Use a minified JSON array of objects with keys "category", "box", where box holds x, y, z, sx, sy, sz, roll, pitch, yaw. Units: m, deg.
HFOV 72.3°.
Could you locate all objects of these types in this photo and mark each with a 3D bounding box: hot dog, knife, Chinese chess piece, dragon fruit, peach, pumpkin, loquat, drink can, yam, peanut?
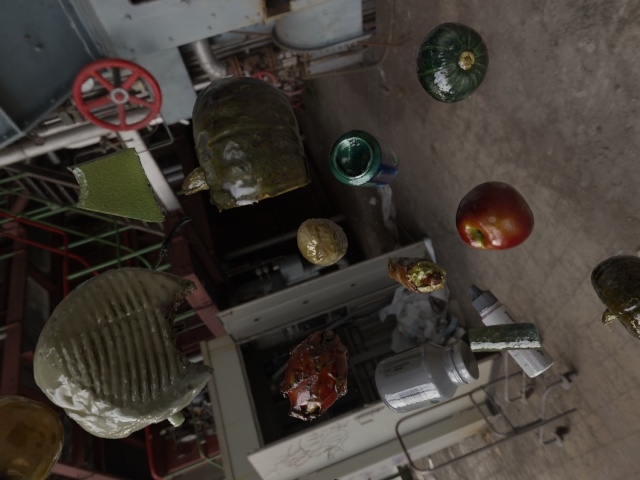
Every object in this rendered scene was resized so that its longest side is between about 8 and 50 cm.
[{"category":"hot dog","box":[0.288,0.108,1.353,0.213,0.146,0.103,-3,67,63]},{"category":"knife","box":[-0.483,0.012,1.374,0.046,0.222,0.021,30,172,22]},{"category":"Chinese chess piece","box":[-0.404,0.466,1.192,0.084,0.034,0.084,41,155,23]},{"category":"dragon fruit","box":[-0.013,0.493,1.606,0.250,0.250,0.314,86,-176,-68]},{"category":"peach","box":[0.552,-0.079,1.382,0.199,0.244,0.243,75,172,-45]},{"category":"pumpkin","box":[0.733,0.142,1.035,0.219,0.162,0.219,37,-155,-21]},{"category":"pumpkin","box":[-0.164,-0.182,0.827,0.232,0.242,0.325,70,166,-12]},{"category":"loquat","box":[-0.696,0.460,0.964,0.235,0.235,0.235,161,90,-84]},{"category":"drink can","box":[0.103,-0.176,0.975,0.205,0.118,0.118,-13,-97,-68]},{"category":"yam","box":[0.455,0.240,1.087,0.068,0.169,0.068,-8,-90,-66]},{"category":"peanut","box":[0.000,0.000,1.052,0.236,0.110,0.120,31,-118,-74]},{"category":"pumpkin","box":[0.289,-0.391,0.964,0.125,0.167,0.167,-111,3,-68]}]

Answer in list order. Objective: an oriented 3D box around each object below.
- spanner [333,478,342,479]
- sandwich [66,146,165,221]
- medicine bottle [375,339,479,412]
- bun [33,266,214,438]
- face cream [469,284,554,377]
[{"category":"spanner","box":[0.144,0.552,0.845,0.325,0.095,0.040,12,157,43]},{"category":"sandwich","box":[-0.611,-0.130,1.305,0.063,0.212,0.245,6,120,46]},{"category":"medicine bottle","box":[0.248,0.310,1.019,0.135,0.215,0.135,39,-145,-35]},{"category":"bun","box":[-0.338,0.195,0.763,0.205,0.282,0.281,-49,58,58]},{"category":"face cream","box":[0.564,0.261,1.335,0.311,0.092,0.092,53,168,22]}]
